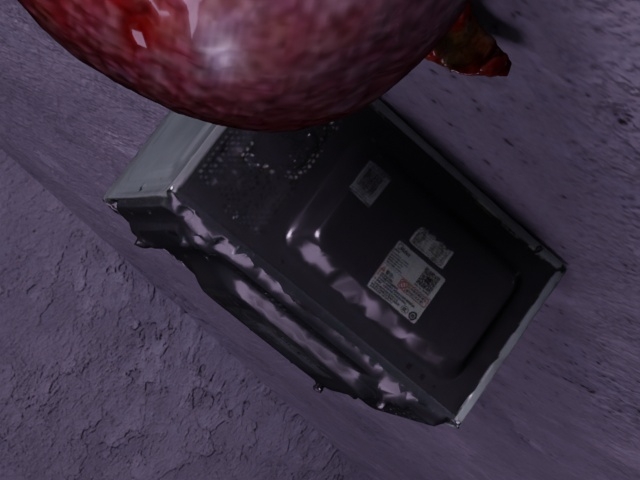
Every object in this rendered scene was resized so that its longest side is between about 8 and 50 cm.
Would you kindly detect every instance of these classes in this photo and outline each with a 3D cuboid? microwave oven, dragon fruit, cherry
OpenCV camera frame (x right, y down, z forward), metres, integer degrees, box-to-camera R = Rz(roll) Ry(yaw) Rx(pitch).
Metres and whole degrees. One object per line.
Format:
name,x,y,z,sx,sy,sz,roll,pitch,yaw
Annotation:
microwave oven,0.000,0.000,1.086,0.295,0.181,0.237,40,167,-17
dragon fruit,0.052,-0.142,0.778,0.131,0.063,0.097,30,-162,26
cherry,-0.038,-0.166,0.567,0.230,0.203,0.300,35,153,14
